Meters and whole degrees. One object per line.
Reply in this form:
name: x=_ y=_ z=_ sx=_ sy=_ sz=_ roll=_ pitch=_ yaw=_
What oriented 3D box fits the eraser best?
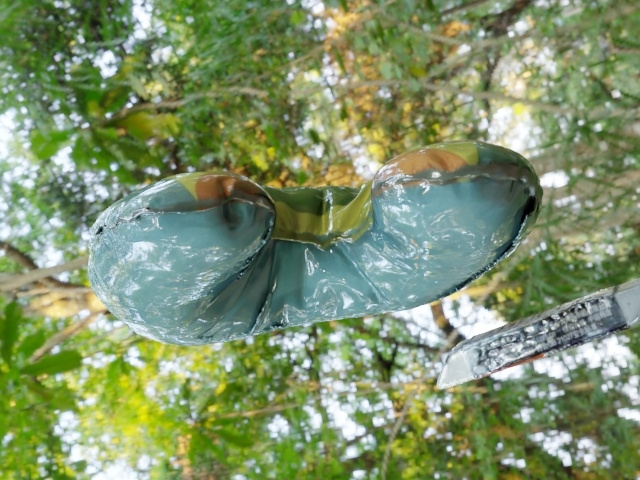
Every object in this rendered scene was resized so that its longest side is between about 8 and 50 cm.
eraser: x=0.093 y=0.039 z=0.384 sx=0.019 sy=0.099 sz=0.027 roll=69 pitch=-158 yaw=2

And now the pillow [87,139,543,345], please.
pillow: x=0.000 y=0.000 z=0.477 sx=0.214 sy=0.233 sz=0.086 roll=129 pitch=134 yaw=-76
